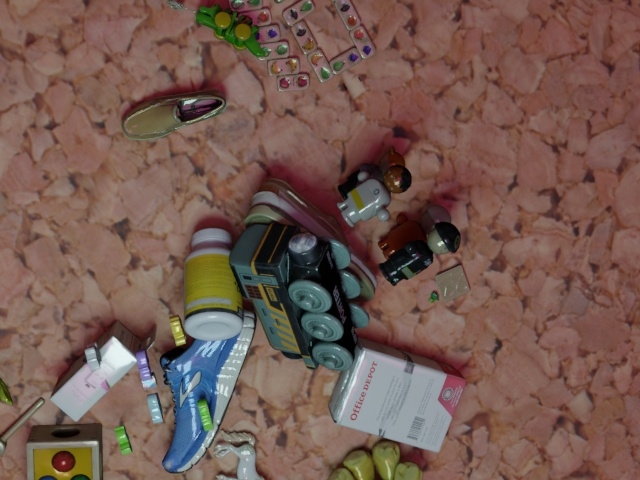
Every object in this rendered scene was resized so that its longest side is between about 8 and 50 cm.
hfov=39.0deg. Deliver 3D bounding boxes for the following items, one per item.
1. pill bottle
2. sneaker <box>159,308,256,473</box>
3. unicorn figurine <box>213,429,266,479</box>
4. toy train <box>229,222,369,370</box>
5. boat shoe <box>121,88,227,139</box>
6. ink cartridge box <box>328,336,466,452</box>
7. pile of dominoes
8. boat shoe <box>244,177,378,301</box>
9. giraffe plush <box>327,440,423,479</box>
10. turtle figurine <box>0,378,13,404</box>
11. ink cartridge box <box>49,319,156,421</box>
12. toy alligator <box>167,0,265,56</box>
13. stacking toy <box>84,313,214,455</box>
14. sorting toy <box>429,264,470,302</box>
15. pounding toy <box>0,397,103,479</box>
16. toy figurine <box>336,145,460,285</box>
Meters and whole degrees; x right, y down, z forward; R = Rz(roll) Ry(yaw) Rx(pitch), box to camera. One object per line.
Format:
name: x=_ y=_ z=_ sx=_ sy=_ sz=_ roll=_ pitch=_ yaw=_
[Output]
pill bottle: x=-0.189 y=0.075 z=1.585 sx=0.103 sy=0.103 sz=0.184 roll=0 pitch=60 yaw=-9
sneaker: x=-0.231 y=0.265 z=1.659 sx=0.147 sy=0.130 sz=0.330 roll=20 pitch=91 yaw=-1
unicorn figurine: x=-0.147 y=0.444 z=1.727 sx=0.111 sy=0.060 sz=0.162 roll=-2 pitch=102 yaw=-8
toy train: x=-0.033 y=0.104 z=1.578 sx=0.190 sy=0.142 sz=0.334 roll=8 pitch=141 yaw=23
boat shoe: x=-0.256 y=-0.222 z=1.568 sx=0.190 sy=0.072 sz=0.068 roll=-21 pitch=104 yaw=-4
ink cartridge box: x=0.143 y=0.293 z=1.725 sx=0.218 sy=0.092 sz=0.159 roll=18 pitch=98 yaw=-14
pile of dominoes: x=-0.039 y=-0.391 z=1.585 sx=0.196 sy=0.040 sz=0.251 roll=-31 pitch=104 yaw=-2
boat shoe: x=0.000 y=0.000 z=1.629 sx=0.302 sy=0.113 sz=0.103 roll=40 pitch=50 yaw=-30
giraffe plush: x=0.123 y=0.522 z=1.745 sx=0.181 sy=0.210 sz=0.170 roll=-20 pitch=133 yaw=-8
turtle figurine: x=-0.665 y=0.314 z=1.603 sx=0.217 sy=0.087 sz=0.269 roll=-31 pitch=131 yaw=-8
ink cartridge box: x=-0.385 y=0.217 z=1.616 sx=0.198 sy=0.115 sz=0.067 roll=-44 pitch=104 yaw=0
toy alligator: x=-0.170 y=-0.382 z=1.560 sx=0.189 sy=0.056 sz=0.051 roll=30 pitch=75 yaw=-2
stacking toy: x=-0.292 y=0.251 z=1.549 sx=0.167 sy=0.052 sz=0.221 roll=-16 pitch=102 yaw=-6
sorting toy: x=0.242 y=0.088 z=1.739 sx=0.083 sy=0.012 sz=0.062 roll=-23 pitch=109 yaw=-7
pounding toy: x=-0.505 y=0.387 z=1.642 sx=0.206 sy=0.094 sz=0.181 roll=0 pitch=101 yaw=-9
toy figurine: x=0.139 y=-0.049 z=1.594 sx=0.148 sy=0.213 sz=0.209 roll=-33 pitch=100 yaw=11
